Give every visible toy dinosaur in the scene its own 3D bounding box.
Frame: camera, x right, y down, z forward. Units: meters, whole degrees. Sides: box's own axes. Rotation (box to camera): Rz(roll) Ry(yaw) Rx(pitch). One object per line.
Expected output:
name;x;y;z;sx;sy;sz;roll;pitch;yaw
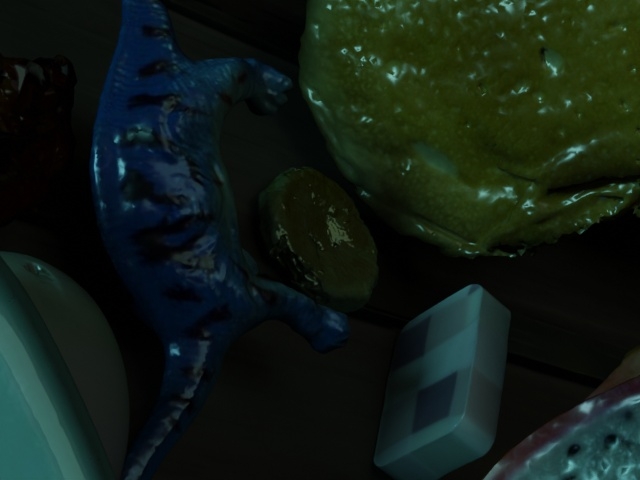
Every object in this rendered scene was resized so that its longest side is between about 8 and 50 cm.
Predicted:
toy dinosaur;-0.062;-0.014;0.729;0.144;0.076;0.329;11;70;-51

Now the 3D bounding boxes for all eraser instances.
eraser;0.063;0.074;0.818;0.026;0.065;0.105;39;37;-21

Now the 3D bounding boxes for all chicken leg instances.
chicken leg;-0.151;-0.042;0.644;0.089;0.048;0.219;62;21;-7

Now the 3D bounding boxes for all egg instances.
egg;-0.120;0.068;0.569;0.103;0.103;0.135;26;53;-35

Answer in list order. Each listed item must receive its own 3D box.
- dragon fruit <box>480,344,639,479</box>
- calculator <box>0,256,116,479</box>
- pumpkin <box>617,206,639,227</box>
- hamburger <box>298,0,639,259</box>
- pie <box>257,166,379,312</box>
dragon fruit;0.184;0.210;0.670;0.226;0.305;0.305;46;29;-53
calculator;-0.155;0.088;0.481;0.184;0.042;0.295;-24;82;-14
pumpkin;0.240;-0.142;1.092;0.296;0.296;0.295;30;42;-32
hamburger;0.114;-0.116;0.894;0.244;0.244;0.163;57;21;2
pie;0.000;0.000;0.843;0.084;0.020;0.084;30;44;-34
